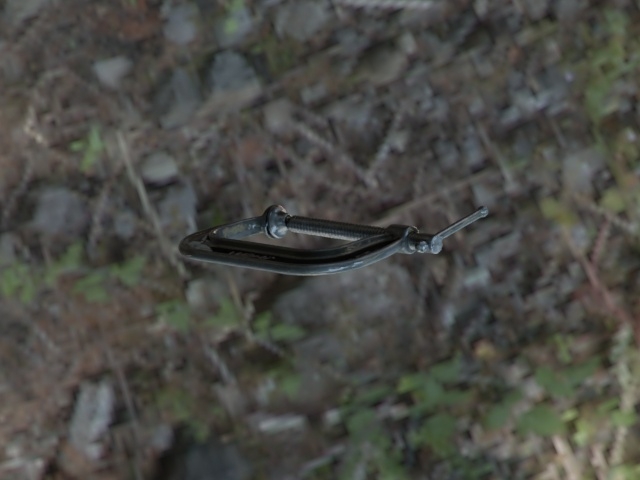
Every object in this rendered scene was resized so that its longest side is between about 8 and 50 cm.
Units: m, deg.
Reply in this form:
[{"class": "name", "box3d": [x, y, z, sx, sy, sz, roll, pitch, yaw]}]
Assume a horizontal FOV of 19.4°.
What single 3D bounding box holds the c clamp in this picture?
[{"class": "c clamp", "box3d": [0.000, 0.000, 1.140, 0.160, 0.022, 0.137, 6, -160, 34]}]
